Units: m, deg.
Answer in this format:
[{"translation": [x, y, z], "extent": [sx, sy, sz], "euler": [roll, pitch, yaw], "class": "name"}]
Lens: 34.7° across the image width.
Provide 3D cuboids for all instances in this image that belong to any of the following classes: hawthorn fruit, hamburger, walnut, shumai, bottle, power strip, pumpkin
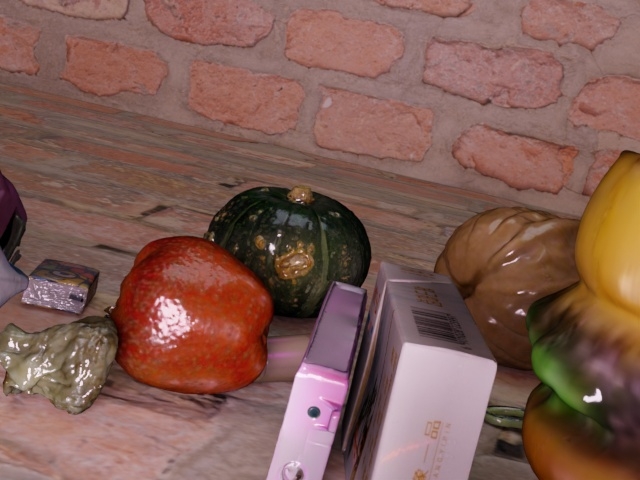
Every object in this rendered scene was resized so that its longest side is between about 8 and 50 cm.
[{"translation": [-0.105, 0.065, 0.859], "extent": [0.138, 0.133, 0.133], "euler": [21, 10, -4], "class": "hawthorn fruit"}, {"translation": [0.328, 0.113, 0.693], "extent": [0.395, 0.277, 0.396], "euler": [14, 9, -2], "class": "hamburger"}, {"translation": [0.236, 0.053, 1.160], "extent": [0.213, 0.213, 0.213], "euler": [12, 11, -2], "class": "walnut"}, {"translation": [-0.203, 0.085, 0.776], "extent": [0.080, 0.083, 0.082], "euler": [29, -35, -23], "class": "shumai"}, {"translation": [-0.034, 0.108, 0.939], "extent": [0.096, 0.045, 0.045], "euler": [3, 14, -38], "class": "bottle"}, {"translation": [0.002, 0.111, 0.792], "extent": [0.037, 0.109, 0.279], "euler": [15, 11, 3], "class": "power strip"}, {"translation": [-0.036, 0.010, 1.173], "extent": [0.190, 0.146, 0.190], "euler": [-3, 27, 2], "class": "pumpkin"}]

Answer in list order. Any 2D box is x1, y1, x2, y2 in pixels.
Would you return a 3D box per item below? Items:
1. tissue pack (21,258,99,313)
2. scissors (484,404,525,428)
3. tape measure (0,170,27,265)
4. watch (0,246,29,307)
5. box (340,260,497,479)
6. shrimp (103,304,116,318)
[{"translation": [-0.259, 0.046, 1.032], "extent": [0.063, 0.035, 0.083], "euler": [11, 9, -4], "class": "tissue pack"}, {"translation": [0.254, 0.179, 0.962], "extent": [0.187, 0.020, 0.133], "euler": [5, 9, -29], "class": "scissors"}, {"translation": [-0.412, -0.062, 0.951], "extent": [0.231, 0.149, 0.245], "euler": [15, -33, 9], "class": "tape measure"}, {"translation": [-0.368, 0.000, 0.710], "extent": [0.305, 0.241, 0.274], "euler": [8, -2, -24], "class": "watch"}, {"translation": [0.063, 0.113, 0.740], "extent": [0.067, 0.149, 0.233], "euler": [14, 11, -3], "class": "box"}, {"translation": [-0.132, 0.075, 1.027], "extent": [0.190, 0.042, 0.101], "euler": [2, -5, -42], "class": "shrimp"}]
